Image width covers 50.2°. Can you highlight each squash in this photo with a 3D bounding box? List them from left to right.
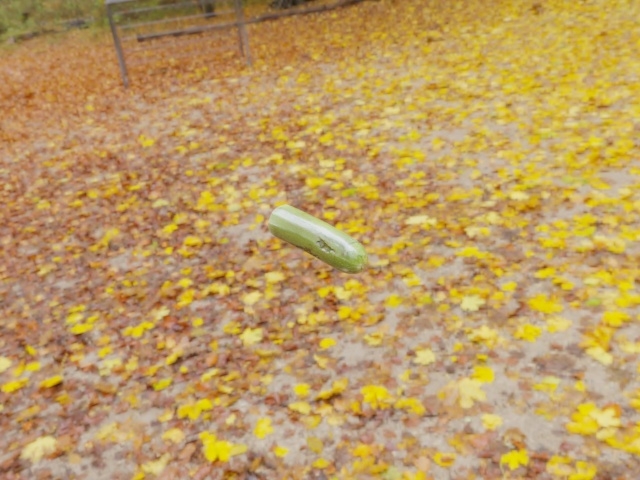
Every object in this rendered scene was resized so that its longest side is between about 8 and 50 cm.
[{"bbox_3d":[0.000,0.000,0.491,0.083,0.027,0.027,26,39,35],"label":"squash"}]
